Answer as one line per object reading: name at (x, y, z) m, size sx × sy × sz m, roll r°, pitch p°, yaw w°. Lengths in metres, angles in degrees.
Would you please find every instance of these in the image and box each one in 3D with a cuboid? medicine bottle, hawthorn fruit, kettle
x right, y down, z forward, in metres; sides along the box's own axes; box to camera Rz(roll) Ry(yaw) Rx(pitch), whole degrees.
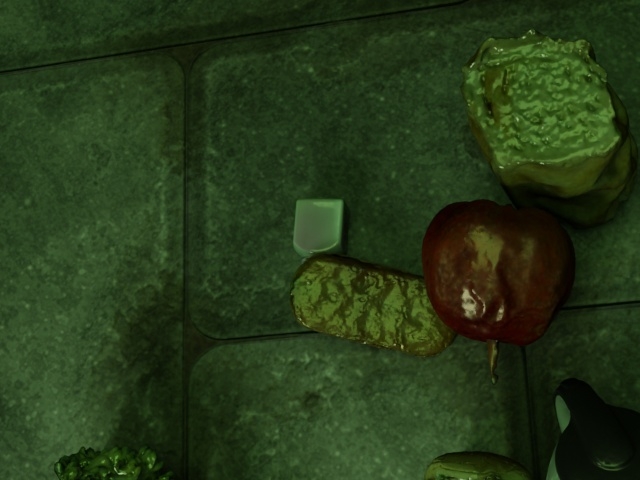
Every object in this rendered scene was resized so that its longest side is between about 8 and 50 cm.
medicine bottle at (0.000, 0.000, 1.748) m, size 0.074 × 0.055 × 0.118 m, roll 0°, pitch 74°, yaw 12°
hawthorn fruit at (0.233, 0.072, 1.595) m, size 0.207 × 0.207 × 0.243 m, roll 4°, pitch 83°, yaw 16°
kettle at (0.342, 0.285, 1.457) m, size 0.161 × 0.236 × 0.221 m, roll -20°, pitch 55°, yaw 0°

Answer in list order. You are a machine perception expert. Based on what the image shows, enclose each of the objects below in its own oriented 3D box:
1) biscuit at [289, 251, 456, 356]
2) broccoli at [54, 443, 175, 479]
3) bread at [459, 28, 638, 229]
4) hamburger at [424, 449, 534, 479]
biscuit at (0.077, 0.090, 1.686) m, size 0.247 × 0.029 × 0.118 m, roll 14°, pitch 82°, yaw 2°
broccoli at (-0.299, 0.470, 1.565) m, size 0.277 × 0.317 × 0.339 m, roll 24°, pitch 111°, yaw 22°
bread at (0.315, -0.141, 1.608) m, size 0.196 × 0.252 × 0.239 m, roll -27°, pitch 70°, yaw 6°
hamburger at (0.211, 0.331, 1.525) m, size 0.185 × 0.159 × 0.131 m, roll -7°, pitch 65°, yaw 50°
